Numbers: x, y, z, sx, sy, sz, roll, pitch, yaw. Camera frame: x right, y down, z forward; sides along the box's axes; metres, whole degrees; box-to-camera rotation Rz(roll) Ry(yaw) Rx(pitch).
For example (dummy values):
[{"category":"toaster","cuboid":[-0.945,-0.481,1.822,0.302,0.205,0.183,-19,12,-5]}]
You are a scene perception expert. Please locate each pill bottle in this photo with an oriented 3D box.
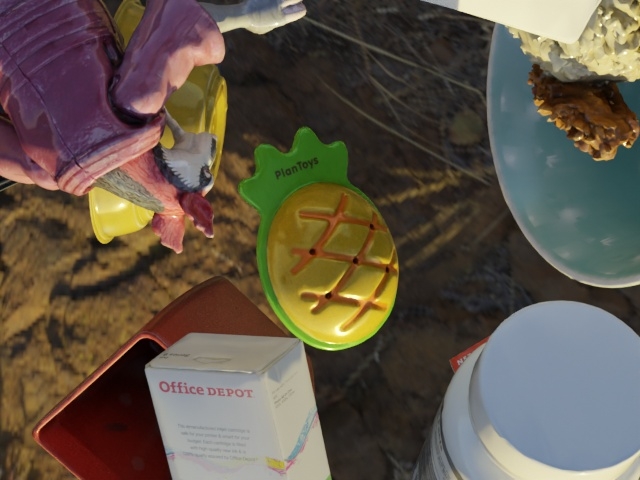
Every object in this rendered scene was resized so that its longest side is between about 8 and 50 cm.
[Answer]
[{"category":"pill bottle","cuboid":[0.081,0.081,0.540,0.078,0.137,0.078,2,62,-5]}]

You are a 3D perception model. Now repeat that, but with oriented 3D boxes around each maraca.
[{"category":"maraca","cuboid":[0.000,0.000,1.159,0.127,0.099,0.185,-25,99,-30]}]

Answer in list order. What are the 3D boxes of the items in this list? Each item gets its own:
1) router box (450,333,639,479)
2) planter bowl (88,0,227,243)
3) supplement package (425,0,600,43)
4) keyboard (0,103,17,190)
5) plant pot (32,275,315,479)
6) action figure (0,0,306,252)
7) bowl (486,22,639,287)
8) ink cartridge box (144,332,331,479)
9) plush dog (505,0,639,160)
[{"category":"router box","cuboid":[0.317,0.297,1.722,0.082,0.301,0.335,-34,143,16]},{"category":"planter bowl","cuboid":[-0.132,-0.099,1.213,0.090,0.217,0.217,7,106,4]},{"category":"supplement package","cuboid":[0.048,-0.225,0.600,0.149,0.203,0.194,5,121,-45]},{"category":"keyboard","cuboid":[-0.435,-0.136,1.593,0.317,0.033,0.201,-28,100,-31]},{"category":"plant pot","cuboid":[-0.160,0.205,1.812,0.267,0.236,0.267,43,123,-10]},{"category":"action figure","cuboid":[-0.188,-0.149,0.964,0.248,0.276,0.370,-38,85,23]},{"category":"bowl","cuboid":[0.282,-0.121,1.092,0.163,0.311,0.311,-2,108,-28]},{"category":"ink cartridge box","cuboid":[-0.083,0.212,1.492,0.154,0.093,0.212,-1,113,31]},{"category":"plush dog","cuboid":[0.203,-0.167,0.828,0.210,0.225,0.262,-29,112,-43]}]
